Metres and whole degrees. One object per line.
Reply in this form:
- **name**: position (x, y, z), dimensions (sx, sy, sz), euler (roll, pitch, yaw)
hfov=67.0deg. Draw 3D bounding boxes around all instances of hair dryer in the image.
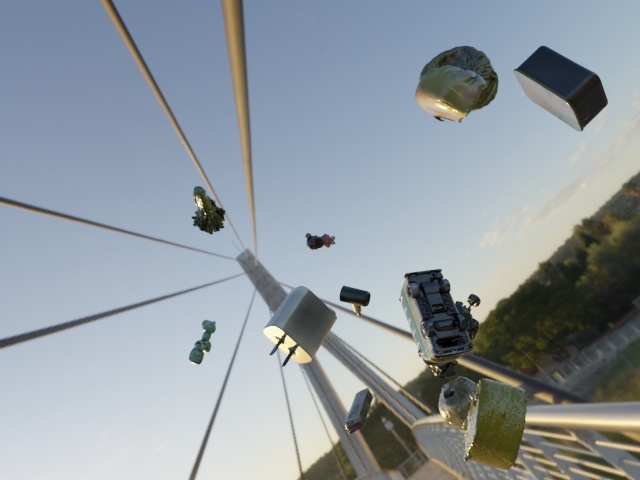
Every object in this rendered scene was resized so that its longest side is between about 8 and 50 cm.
- **hair dryer**: position (0.132, 0.226, 1.709), dimensions (0.198, 0.100, 0.057), euler (69, -141, -58)

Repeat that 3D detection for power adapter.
- **power adapter**: position (-0.083, 0.310, 1.646), dimensions (0.124, 0.187, 0.255), euler (-30, 20, 53)

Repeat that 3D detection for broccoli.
- **broccoli**: position (-0.540, -0.153, 2.262), dimensions (0.304, 0.164, 0.146), euler (93, -167, -62)

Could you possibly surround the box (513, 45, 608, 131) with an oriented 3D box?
- **box**: position (0.576, -0.368, 1.158), dimensions (0.090, 0.201, 0.144), euler (-45, -43, 15)

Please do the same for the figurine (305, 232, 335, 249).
- **figurine**: position (0.000, 0.000, 1.983), dimensions (0.129, 0.054, 0.072), euler (-6, -79, -22)

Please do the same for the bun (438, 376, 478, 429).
- **bun**: position (0.460, 0.533, 1.603), dimensions (0.173, 0.113, 0.167), euler (-41, 26, 44)

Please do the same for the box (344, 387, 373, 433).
- **box**: position (0.112, 0.486, 1.393), dimensions (0.049, 0.041, 0.207), euler (-29, -2, 14)

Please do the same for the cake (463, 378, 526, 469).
- **cake**: position (0.475, 0.518, 1.339), dimensions (0.179, 0.156, 0.261), euler (-56, -28, -45)

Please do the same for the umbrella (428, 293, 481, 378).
- **umbrella**: position (0.501, 0.338, 1.773), dimensions (0.349, 0.094, 0.143), euler (-49, -57, -24)

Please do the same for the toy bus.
- **toy bus**: position (0.375, 0.269, 1.629), dimensions (0.143, 0.306, 0.179), euler (-6, -36, -14)

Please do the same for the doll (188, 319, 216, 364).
- **doll**: position (-0.450, 0.383, 1.883), dimensions (0.159, 0.059, 0.159), euler (-60, -11, -64)

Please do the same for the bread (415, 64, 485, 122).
- **bread**: position (0.375, -0.445, 1.422), dimensions (0.156, 0.260, 0.158), euler (21, -80, -39)

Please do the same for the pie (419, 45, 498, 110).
- **pie**: position (0.492, -0.572, 1.718), dimensions (0.277, 0.277, 0.078), euler (-39, -24, -7)
